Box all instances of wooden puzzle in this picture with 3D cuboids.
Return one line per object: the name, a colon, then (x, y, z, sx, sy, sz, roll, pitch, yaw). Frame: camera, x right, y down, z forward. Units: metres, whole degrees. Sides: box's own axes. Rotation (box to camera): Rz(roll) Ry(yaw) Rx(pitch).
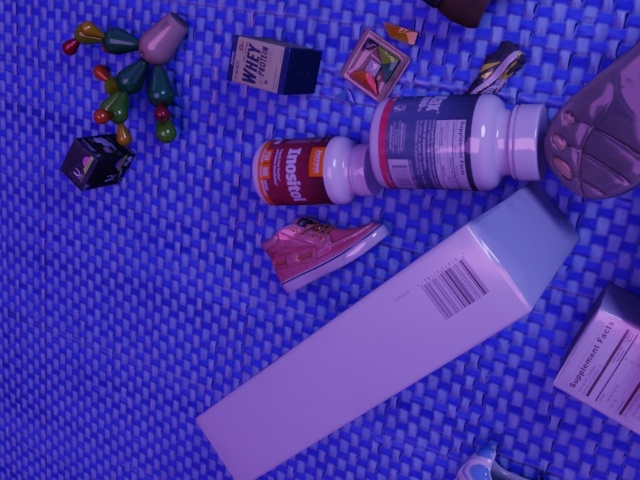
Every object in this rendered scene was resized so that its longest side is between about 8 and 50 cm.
wooden puzzle: (0.065, -0.213, 0.861, 0.078, 0.014, 0.116, 34, 116, 17)

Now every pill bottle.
pill bottle: (-0.002, -0.087, 0.886, 0.152, 0.086, 0.086, 0, 102, 27)
pill bottle: (0.155, -0.108, 0.786, 0.180, 0.108, 0.108, 3, 104, 26)

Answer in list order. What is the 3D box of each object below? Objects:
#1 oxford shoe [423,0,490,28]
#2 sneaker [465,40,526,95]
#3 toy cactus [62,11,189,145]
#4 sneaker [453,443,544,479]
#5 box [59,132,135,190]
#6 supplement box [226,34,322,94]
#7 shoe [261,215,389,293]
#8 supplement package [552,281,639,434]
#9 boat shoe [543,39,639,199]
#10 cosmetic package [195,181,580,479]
oxford shoe: (0.208, -0.323, 0.733, 0.096, 0.083, 0.227, 35, 118, -5)
sneaker: (0.193, -0.188, 0.795, 0.083, 0.031, 0.035, -42, 57, 34)
toy cactus: (-0.260, -0.244, 0.984, 0.180, 0.112, 0.219, -43, 72, 19)
sneaker: (0.272, 0.344, 0.853, 0.237, 0.085, 0.086, 38, 109, 11)
box: (-0.330, -0.117, 1.051, 0.052, 0.083, 0.062, 44, 118, 12)
supplement box: (-0.057, -0.219, 0.883, 0.083, 0.083, 0.056, 20, 110, 23)
shoe: (0.000, 0.000, 0.918, 0.178, 0.063, 0.081, -29, 93, 34)
supplement package: (0.356, 0.140, 0.743, 0.179, 0.105, 0.105, 30, 114, 19)
boat shoe: (0.366, -0.175, 0.648, 0.355, 0.130, 0.132, -38, 80, 35)
cosmetic package: (0.081, 0.094, 0.774, 0.377, 0.284, 0.097, -39, 85, 30)
